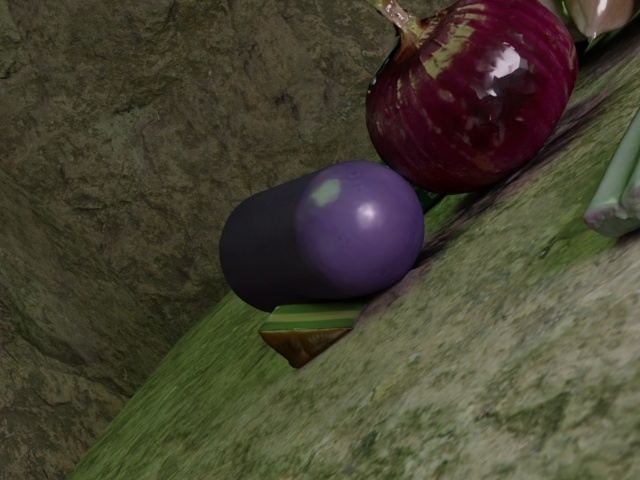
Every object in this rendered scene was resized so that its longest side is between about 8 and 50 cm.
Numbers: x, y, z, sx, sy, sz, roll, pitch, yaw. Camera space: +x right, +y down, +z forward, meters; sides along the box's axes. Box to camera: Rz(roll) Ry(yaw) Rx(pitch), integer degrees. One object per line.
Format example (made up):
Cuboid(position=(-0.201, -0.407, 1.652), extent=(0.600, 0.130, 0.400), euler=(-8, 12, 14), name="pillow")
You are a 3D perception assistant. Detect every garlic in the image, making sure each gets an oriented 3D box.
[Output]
Cuboid(position=(0.396, -0.371, 1.053), extent=(0.325, 0.132, 0.279), euler=(-34, 18, -31), name="garlic")

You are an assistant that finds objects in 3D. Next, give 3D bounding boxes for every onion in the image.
Cuboid(position=(0.183, -0.179, 0.949), extent=(0.230, 0.273, 0.256), euler=(-128, 51, -74), name="onion")

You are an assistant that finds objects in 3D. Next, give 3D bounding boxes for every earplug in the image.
Cuboid(position=(0.000, 0.000, 1.091), extent=(0.215, 0.215, 0.456), euler=(-45, 9, -17), name="earplug")

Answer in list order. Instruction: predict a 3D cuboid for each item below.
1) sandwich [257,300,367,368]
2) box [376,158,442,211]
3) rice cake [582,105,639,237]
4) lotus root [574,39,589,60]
Cuboid(position=(-0.011, 0.100, 0.992), extent=(0.116, 0.074, 0.074), euler=(-41, 7, 34), name="sandwich")
Cuboid(position=(0.143, -0.104, 1.312), extent=(0.180, 0.103, 0.250), euler=(-42, 4, 18), name="box")
Cuboid(position=(0.256, -0.078, 0.565), extent=(0.080, 0.042, 0.221), euler=(-36, 10, 48), name="rice cake")
Cuboid(position=(0.359, -0.316, 1.223), extent=(0.214, 0.138, 0.138), euler=(-37, 6, 4), name="lotus root")
